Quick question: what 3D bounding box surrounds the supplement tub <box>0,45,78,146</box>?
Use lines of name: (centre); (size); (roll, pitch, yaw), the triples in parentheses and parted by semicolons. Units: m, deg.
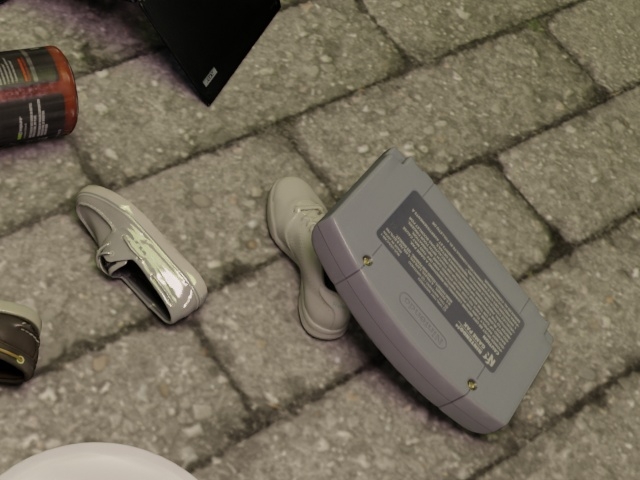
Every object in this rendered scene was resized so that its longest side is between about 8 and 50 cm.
supplement tub: (-0.375, -0.152, 1.310); (0.197, 0.106, 0.106); (-13, 61, -28)

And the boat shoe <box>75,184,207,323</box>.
boat shoe: (-0.206, 0.017, 1.281); (0.184, 0.066, 0.063); (46, 52, 4)

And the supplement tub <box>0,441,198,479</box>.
supplement tub: (-0.187, 0.311, 0.897); (0.235, 0.325, 0.235); (10, 52, -13)

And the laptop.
laptop: (-0.210, -0.329, 1.521); (0.264, 0.137, 0.234); (19, 49, 11)

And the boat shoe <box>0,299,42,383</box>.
boat shoe: (-0.384, 0.090, 1.144); (0.227, 0.081, 0.069); (9, 49, -17)

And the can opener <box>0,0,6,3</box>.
can opener: (-0.349, -0.330, 1.479); (0.186, 0.059, 0.073); (-2, 56, -21)

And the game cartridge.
game cartridge: (0.124, 0.058, 1.309); (0.297, 0.062, 0.198); (50, 49, -7)

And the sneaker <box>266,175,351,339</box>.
sneaker: (0.000, 0.000, 1.343); (0.080, 0.094, 0.212); (-6, 57, -22)
